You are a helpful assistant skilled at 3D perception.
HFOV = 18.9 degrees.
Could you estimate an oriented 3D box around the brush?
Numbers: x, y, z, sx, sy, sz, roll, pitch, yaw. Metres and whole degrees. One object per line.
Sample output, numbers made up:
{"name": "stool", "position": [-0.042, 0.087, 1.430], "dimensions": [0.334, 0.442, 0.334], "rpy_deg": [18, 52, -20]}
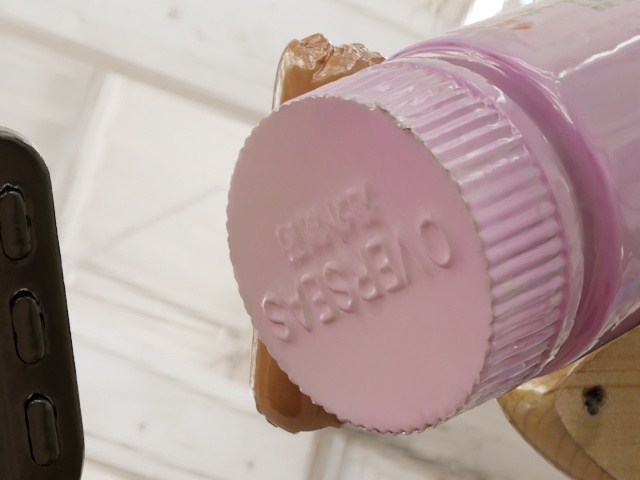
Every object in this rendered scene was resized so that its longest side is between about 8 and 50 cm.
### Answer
{"name": "brush", "position": [0.254, 0.113, 1.274], "dimensions": [0.267, 0.174, 0.166], "rpy_deg": [3, 6, -34]}

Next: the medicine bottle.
{"name": "medicine bottle", "position": [0.110, -0.029, 0.979], "dimensions": [0.178, 0.291, 0.178], "rpy_deg": [21, -58, 38]}

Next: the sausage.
{"name": "sausage", "position": [0.001, 0.001, 1.314], "dimensions": [0.086, 0.086, 0.289], "rpy_deg": [10, -68, 10]}

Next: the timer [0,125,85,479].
{"name": "timer", "position": [-0.179, 0.041, 0.651], "dimensions": [0.187, 0.144, 0.055], "rpy_deg": [-8, 9, -12]}
